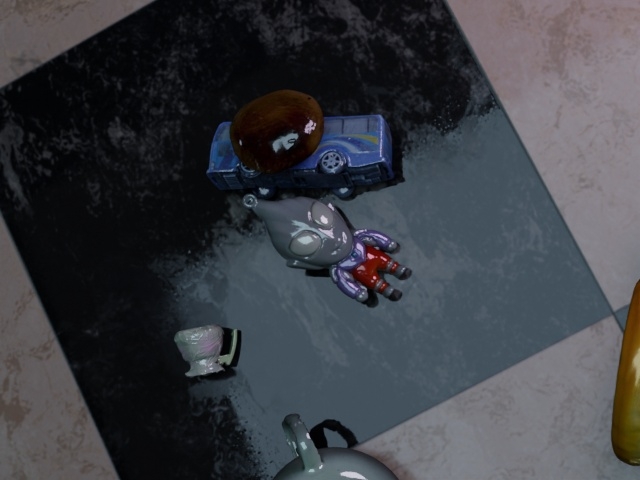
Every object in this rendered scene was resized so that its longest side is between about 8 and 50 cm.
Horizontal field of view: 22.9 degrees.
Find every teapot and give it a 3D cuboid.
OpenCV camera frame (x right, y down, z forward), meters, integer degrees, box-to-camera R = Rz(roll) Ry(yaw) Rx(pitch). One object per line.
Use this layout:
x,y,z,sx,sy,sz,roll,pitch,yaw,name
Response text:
0.019,0.347,1.909,0.193,0.129,0.294,-23,84,-8,teapot
-0.144,0.142,2.037,0.083,0.064,0.064,-10,86,-20,teapot

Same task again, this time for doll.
0.000,0.000,2.014,0.227,0.075,0.102,31,73,5,doll

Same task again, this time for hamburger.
0.427,0.158,1.807,0.170,0.246,0.246,6,83,12,hamburger

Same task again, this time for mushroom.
-0.055,-0.141,1.986,0.123,0.052,0.123,-7,58,12,mushroom

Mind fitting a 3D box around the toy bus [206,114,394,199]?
-0.024,-0.111,2.037,0.236,0.079,0.094,-1,65,13,toy bus
